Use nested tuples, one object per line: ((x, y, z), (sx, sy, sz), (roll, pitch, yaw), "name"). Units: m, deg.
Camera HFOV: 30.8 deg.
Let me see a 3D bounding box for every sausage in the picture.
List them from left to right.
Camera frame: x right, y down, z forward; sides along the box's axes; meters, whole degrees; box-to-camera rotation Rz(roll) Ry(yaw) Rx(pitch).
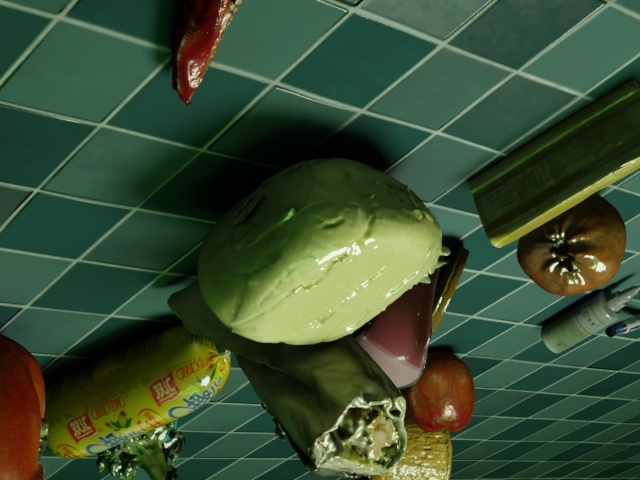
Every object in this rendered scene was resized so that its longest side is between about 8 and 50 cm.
((-0.265, 0.213, 1.635), (0.347, 0.123, 0.123), (-25, 153, 20), "sausage")

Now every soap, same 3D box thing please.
((0.292, -0.087, 1.393), (0.252, 0.092, 0.037), (-33, 151, 30), "soap")

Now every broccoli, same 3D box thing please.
((-0.276, 0.329, 1.828), (0.154, 0.160, 0.167), (-37, 149, -21), "broccoli")

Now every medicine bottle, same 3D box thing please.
((0.461, 0.124, 1.951), (0.057, 0.058, 0.199), (9, 146, -41), "medicine bottle")

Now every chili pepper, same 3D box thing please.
((-0.093, -0.201, 1.001), (0.050, 0.059, 0.268), (31, 145, -5), "chili pepper")

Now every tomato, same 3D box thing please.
((-0.473, 0.273, 1.417), (0.272, 0.341, 0.341), (6, 149, -12), "tomato")

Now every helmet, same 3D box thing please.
((0.072, 0.103, 1.558), (0.154, 0.198, 0.253), (11, 152, 4), "helmet")

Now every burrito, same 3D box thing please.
((-0.034, 0.147, 1.464), (0.190, 0.332, 0.135), (9, 118, -52), "burrito")

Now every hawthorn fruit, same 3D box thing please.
((0.200, 0.262, 1.986), (0.133, 0.138, 0.133), (-12, 157, -5), "hawthorn fruit")
((0.334, -0.003, 1.564), (0.149, 0.149, 0.189), (-19, -171, 6), "hawthorn fruit")

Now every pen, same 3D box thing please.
((0.535, 0.148, 2.014), (0.025, 0.025, 0.204), (-31, 167, 29), "pen")

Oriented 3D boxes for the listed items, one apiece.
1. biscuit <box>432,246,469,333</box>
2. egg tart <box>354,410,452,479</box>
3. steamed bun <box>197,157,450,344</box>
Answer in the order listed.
((0.171, 0.075, 1.638), (0.026, 0.124, 0.175), (24, 157, 4), "biscuit")
((0.150, 0.410, 2.222), (0.147, 0.203, 0.202), (9, 147, -16), "egg tart")
((0.000, 0.000, 1.326), (0.273, 0.166, 0.232), (5, 136, -48), "steamed bun")
